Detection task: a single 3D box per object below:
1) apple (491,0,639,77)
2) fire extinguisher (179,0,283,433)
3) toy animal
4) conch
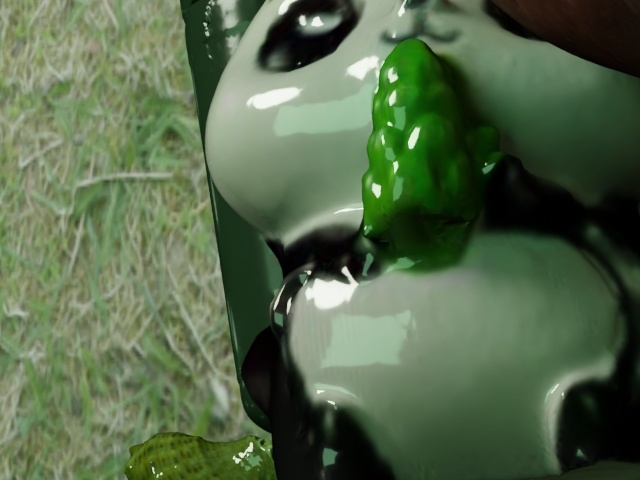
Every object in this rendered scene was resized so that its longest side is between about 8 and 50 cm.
[{"bbox_3d":[0.169,-0.193,0.714,0.305,0.235,0.306,-9,77,46],"label":"apple"},{"bbox_3d":[0.000,0.000,0.981,0.114,0.095,0.311,-11,76,15],"label":"fire extinguisher"},{"bbox_3d":[0.058,-0.010,0.836,0.212,0.212,0.267,-13,82,45],"label":"toy animal"},{"bbox_3d":[-0.065,0.147,1.070,0.121,0.074,0.089,-20,104,26],"label":"conch"}]
